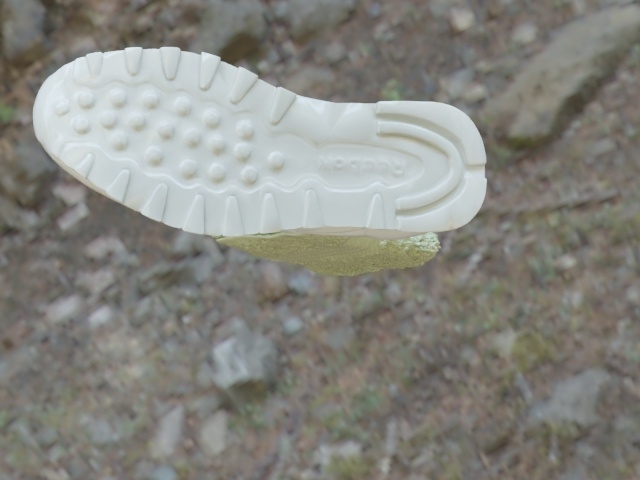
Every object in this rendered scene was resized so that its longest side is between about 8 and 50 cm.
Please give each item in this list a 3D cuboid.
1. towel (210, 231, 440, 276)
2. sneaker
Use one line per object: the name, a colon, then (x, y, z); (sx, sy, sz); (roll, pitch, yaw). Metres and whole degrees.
towel: (0.000, 0.000, 1.130); (0.148, 0.110, 0.027); (-11, 67, 60)
sneaker: (-0.036, -0.040, 0.900); (0.095, 0.235, 0.090); (175, 105, -70)
